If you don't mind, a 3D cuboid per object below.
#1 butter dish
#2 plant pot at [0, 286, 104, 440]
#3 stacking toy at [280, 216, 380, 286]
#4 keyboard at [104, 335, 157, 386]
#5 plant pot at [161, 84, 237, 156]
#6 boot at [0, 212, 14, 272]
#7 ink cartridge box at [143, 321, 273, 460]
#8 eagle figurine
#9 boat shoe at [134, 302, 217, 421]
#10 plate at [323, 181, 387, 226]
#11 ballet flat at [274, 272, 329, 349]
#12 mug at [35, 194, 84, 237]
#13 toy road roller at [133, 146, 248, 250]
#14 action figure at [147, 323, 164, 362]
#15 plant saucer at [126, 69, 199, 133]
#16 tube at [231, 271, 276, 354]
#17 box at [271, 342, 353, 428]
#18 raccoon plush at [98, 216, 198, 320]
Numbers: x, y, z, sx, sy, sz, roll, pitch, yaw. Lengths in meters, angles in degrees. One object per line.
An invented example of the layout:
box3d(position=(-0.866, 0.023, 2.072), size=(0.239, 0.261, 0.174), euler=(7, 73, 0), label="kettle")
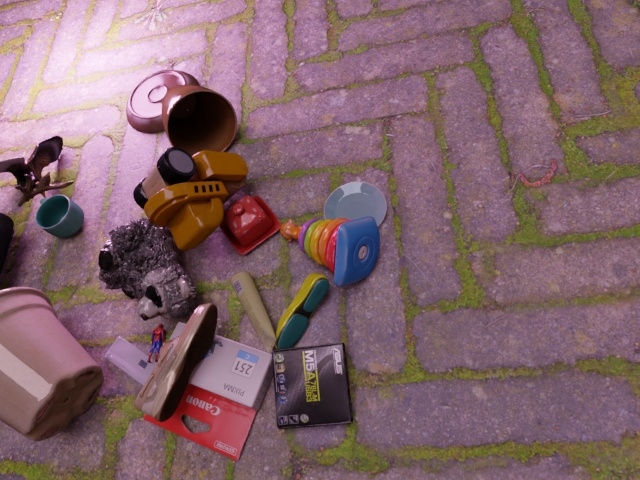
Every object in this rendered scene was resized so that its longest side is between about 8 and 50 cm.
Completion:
box3d(position=(-0.227, -0.069, 1.350), size=(0.160, 0.118, 0.160), euler=(-36, 61, -6), label="butter dish")
box3d(position=(-0.767, 0.344, 1.193), size=(0.305, 0.334, 0.334), euler=(32, 75, 13), label="plant pot")
box3d(position=(0.000, 0.000, 1.256), size=(0.302, 0.166, 0.175), euler=(16, 111, 38), label="stacking toy")
box3d(position=(-0.505, 0.357, 1.269), size=(0.256, 0.014, 0.072), euler=(24, 67, 23), label="keyboard")
box3d(position=(-0.446, -0.433, 1.546), size=(0.237, 0.237, 0.254), euler=(-39, 47, -7), label="plant pot")
box3d(position=(-1.038, 0.113, 1.375), size=(0.367, 0.146, 0.445), euler=(-23, 52, 42), label="boot")
box3d(position=(-0.294, 0.379, 1.165), size=(0.296, 0.066, 0.261), euler=(14, 66, 18), label="ink cartridge box")
box3d(position=(-1.026, -0.251, 1.594), size=(0.225, 0.226, 0.298), euler=(-57, 48, 30), label="eagle figurine")
box3d(position=(-0.359, 0.288, 1.129), size=(0.098, 0.109, 0.302), euler=(18, 72, 18), label="boat shoe")
box3d(position=(0.103, -0.090, 1.332), size=(0.188, 0.024, 0.188), euler=(-6, 62, 11), label="plate")
box3d(position=(-0.058, 0.185, 1.208), size=(0.077, 0.077, 0.231), euler=(29, 85, 49), label="ballet flat")
box3d(position=(-0.877, -0.086, 1.533), size=(0.129, 0.097, 0.157), euler=(-21, 60, 4), label="mug")
box3d(position=(-0.346, -0.111, 1.299), size=(0.202, 0.329, 0.240), euler=(-35, 77, 35), label="toy road roller")
box3d(position=(-0.465, 0.290, 1.282), size=(0.038, 0.030, 0.115), euler=(-4, 58, 6), label="action figure")
box3d(position=(-0.615, -0.548, 1.728), size=(0.311, 0.050, 0.310), euler=(-5, 64, 11), label="plant saucer")
box3d(position=(-0.176, 0.194, 1.235), size=(0.062, 0.070, 0.240), euler=(-36, 57, 7), label="tube")
box3d(position=(-0.021, 0.356, 1.109), size=(0.184, 0.045, 0.190), euler=(-8, 76, 13), label="box")
box3d(position=(-0.428, 0.024, 1.317), size=(0.299, 0.216, 0.446), euler=(15, 68, 12), label="raccoon plush")
